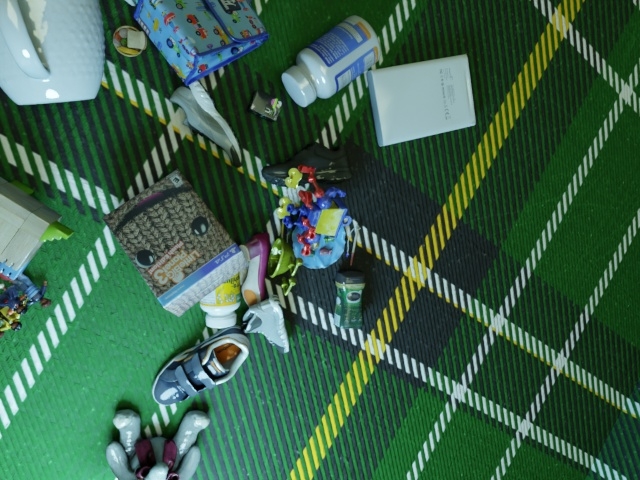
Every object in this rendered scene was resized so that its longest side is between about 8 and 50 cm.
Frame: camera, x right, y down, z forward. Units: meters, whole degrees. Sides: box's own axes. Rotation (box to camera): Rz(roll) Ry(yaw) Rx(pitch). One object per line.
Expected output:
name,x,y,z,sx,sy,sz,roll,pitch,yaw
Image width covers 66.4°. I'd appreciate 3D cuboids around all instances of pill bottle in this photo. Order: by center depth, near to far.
pill bottle,0.027,-0.507,1.404,0.272,0.152,0.152,-39,109,-10
pill bottle,-0.290,0.139,1.406,0.118,0.118,0.208,-3,99,-20

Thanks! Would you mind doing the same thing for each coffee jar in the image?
coffee jar,0.094,0.187,1.577,0.096,0.079,0.184,0,99,-17

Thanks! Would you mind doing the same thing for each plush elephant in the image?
plush elephant,-0.466,0.658,1.347,0.272,0.255,0.329,16,93,-22

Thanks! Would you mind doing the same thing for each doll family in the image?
doll family,-0.783,0.172,1.249,0.111,0.076,0.193,42,87,-1

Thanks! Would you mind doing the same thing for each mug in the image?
mug,-0.619,-0.467,1.054,0.277,0.374,0.327,-10,109,-14

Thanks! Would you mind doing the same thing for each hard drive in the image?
hard drive,0.332,-0.455,1.582,0.353,0.047,0.232,-16,104,-18

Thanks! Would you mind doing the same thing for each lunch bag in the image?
lunch bag,-0.289,-0.578,1.279,0.293,0.138,0.221,-40,95,-32

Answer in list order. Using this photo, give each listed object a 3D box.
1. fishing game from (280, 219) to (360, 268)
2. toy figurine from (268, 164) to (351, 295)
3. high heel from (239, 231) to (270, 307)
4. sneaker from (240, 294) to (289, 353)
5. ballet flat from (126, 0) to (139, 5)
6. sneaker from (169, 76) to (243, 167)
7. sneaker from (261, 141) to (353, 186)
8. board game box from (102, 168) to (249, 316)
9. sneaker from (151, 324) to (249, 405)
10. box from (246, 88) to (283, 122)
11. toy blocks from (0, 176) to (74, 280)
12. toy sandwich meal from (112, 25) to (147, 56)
fishing game,0.000,0.000,1.535,0.264,0.041,0.189,8,98,-22
toy figurine,0.002,-0.027,1.411,0.217,0.191,0.362,0,121,-35
high heel,-0.182,0.099,1.478,0.117,0.082,0.243,-32,119,-48
sneaker,-0.172,0.266,1.471,0.132,0.086,0.228,-16,126,-13
ballet flat,-0.379,-0.770,1.235,0.139,0.139,0.400,44,83,-21
sneaker,-0.306,-0.312,1.349,0.108,0.100,0.271,-36,103,-2
sneaker,-0.042,-0.228,1.461,0.287,0.109,0.130,-8,91,-26
board game box,-0.371,0.007,1.273,0.232,0.141,0.291,-37,76,-12
sneaker,-0.348,0.372,1.419,0.321,0.127,0.126,-38,111,-9
box,-0.160,-0.386,1.407,0.083,0.052,0.062,22,89,-21
toy blocks,-0.831,-0.029,1.160,0.381,0.190,0.260,36,96,-18
toy sandwich meal,-0.496,-0.520,1.273,0.086,0.029,0.085,-3,99,-20
